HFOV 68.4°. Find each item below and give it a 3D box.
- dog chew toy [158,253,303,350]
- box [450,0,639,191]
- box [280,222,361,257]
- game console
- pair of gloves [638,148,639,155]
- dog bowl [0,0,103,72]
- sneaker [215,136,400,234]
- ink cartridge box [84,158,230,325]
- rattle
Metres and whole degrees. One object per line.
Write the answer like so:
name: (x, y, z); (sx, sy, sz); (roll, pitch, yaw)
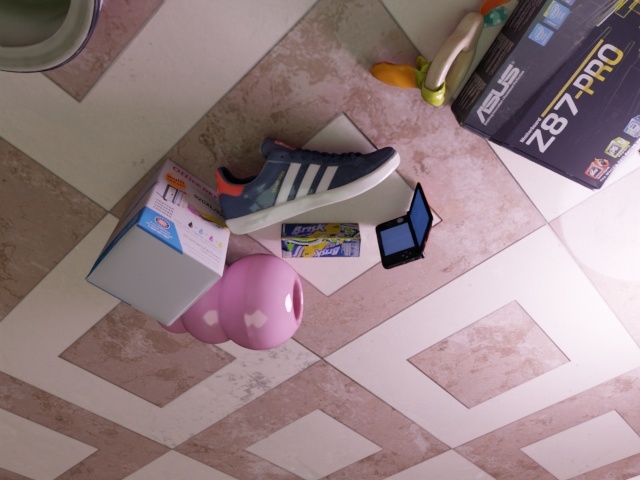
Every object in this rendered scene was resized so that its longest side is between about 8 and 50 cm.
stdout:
dog chew toy: (-0.209, 0.135, 1.027); (0.331, 0.207, 0.207); (-3, 128, 11)
box: (0.459, -0.307, 0.768); (0.318, 0.097, 0.395); (22, 124, -14)
box: (0.000, 0.000, 1.008); (0.168, 0.059, 0.054); (0, 126, -2)
game console: (0.162, -0.031, 0.937); (0.124, 0.144, 0.085); (-20, 125, 13)
pair of gloves: (0.647, -0.204, 0.906); (0.074, 0.010, 0.083); (-31, 123, 20)
dog bowl: (-0.435, -0.417, 0.554); (0.407, 0.151, 0.408); (8, 145, 6)
sneaker: (-0.031, -0.135, 0.871); (0.349, 0.131, 0.148); (-20, 103, 0)
ink cartridge box: (-0.286, -0.002, 0.888); (0.171, 0.233, 0.168); (37, 116, -26)
rattle: (0.201, -0.333, 0.780); (0.130, 0.142, 0.200); (5, 118, -46)
